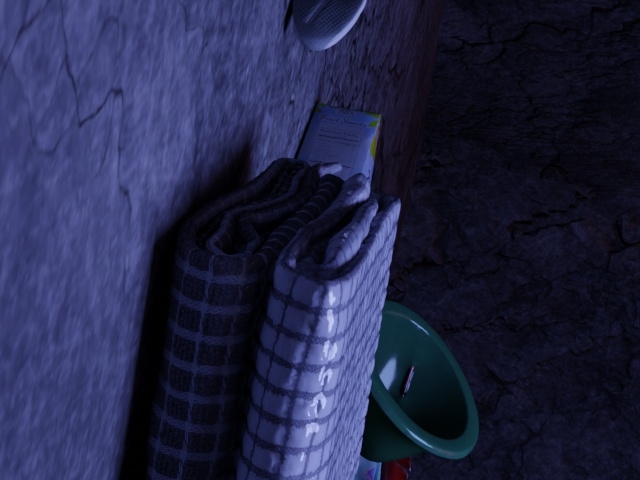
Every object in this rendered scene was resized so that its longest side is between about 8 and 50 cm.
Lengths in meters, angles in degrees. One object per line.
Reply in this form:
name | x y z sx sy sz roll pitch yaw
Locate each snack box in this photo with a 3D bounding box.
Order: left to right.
snack box | 0.000 0.000 1.303 0.207 0.070 0.174 -74 173 -49

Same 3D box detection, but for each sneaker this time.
sneaker | 0.013 -0.197 1.079 0.061 0.054 0.152 99 5 -55

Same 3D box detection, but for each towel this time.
towel | -0.034 0.081 0.904 0.283 0.121 0.235 -55 155 -73

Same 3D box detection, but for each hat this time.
hat | 0.042 0.193 1.416 0.183 0.173 0.208 -39 -123 30

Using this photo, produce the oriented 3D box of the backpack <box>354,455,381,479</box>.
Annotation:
backpack | -0.005 0.275 1.518 0.166 0.144 0.188 104 8 -54
